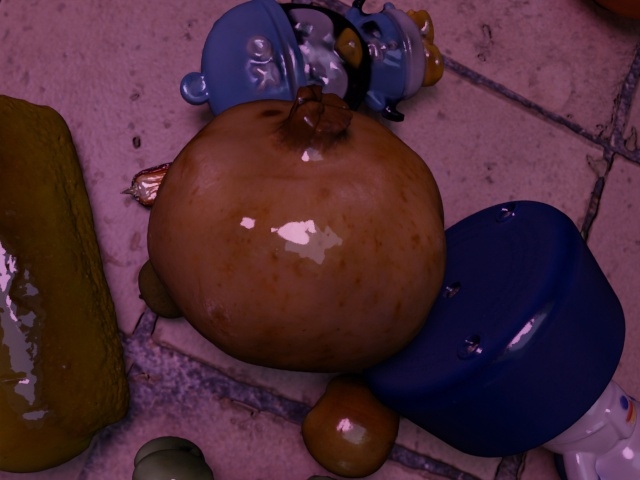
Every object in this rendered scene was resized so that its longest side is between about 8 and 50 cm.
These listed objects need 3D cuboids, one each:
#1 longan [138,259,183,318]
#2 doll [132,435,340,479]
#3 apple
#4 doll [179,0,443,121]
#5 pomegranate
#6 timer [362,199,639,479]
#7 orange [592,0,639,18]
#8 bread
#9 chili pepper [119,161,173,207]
[{"bbox_3d":[-0.173,0.053,0.727,0.083,0.075,0.075,-27,87,27],"label":"longan"},{"bbox_3d":[-0.047,0.315,0.641,0.321,0.198,0.186,19,79,-8],"label":"doll"},{"bbox_3d":[0.034,0.205,0.726,0.102,0.099,0.114,29,81,-4],"label":"apple"},{"bbox_3d":[-0.009,-0.201,0.755,0.314,0.141,0.177,-16,90,-17],"label":"doll"},{"bbox_3d":[-0.022,0.001,0.642,0.307,0.307,0.307,2,82,-11],"label":"pomegranate"},{"bbox_3d":[0.261,0.174,0.724,0.383,0.270,0.270,44,76,-17],"label":"timer"},{"bbox_3d":[0.440,-0.413,0.832,0.246,0.246,0.246,2,82,-11],"label":"orange"},{"bbox_3d":[-0.294,0.033,0.651,0.166,0.112,0.384,-9,83,-45],"label":"bread"},{"bbox_3d":[-0.147,-0.076,0.765,0.178,0.027,0.045,-17,90,-13],"label":"chili pepper"}]
